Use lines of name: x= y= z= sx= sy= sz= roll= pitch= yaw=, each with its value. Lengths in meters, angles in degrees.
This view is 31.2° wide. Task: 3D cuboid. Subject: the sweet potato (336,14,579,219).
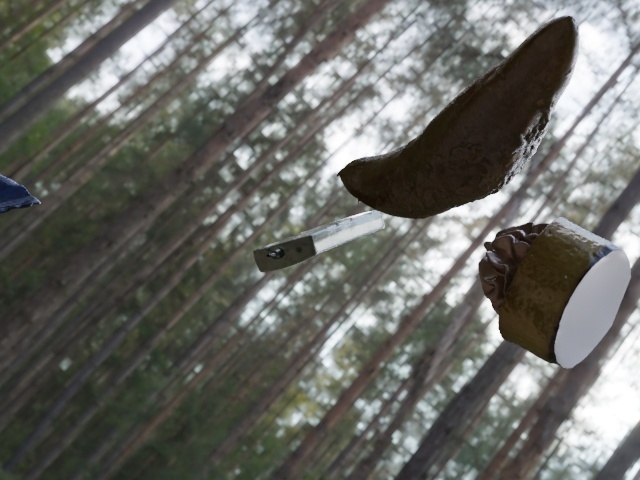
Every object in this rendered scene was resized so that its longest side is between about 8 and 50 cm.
sweet potato: x=0.139 y=-0.091 z=1.113 sx=0.341 sy=0.092 sz=0.114 roll=-35 pitch=-113 yaw=49

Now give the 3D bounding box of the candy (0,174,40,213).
candy: x=-0.492 y=-0.055 z=1.431 sx=0.331 sy=0.187 sz=0.077 roll=13 pitch=-66 yaw=57

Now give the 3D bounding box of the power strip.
power strip: x=0.000 y=0.000 z=1.306 sx=0.080 sy=0.227 sz=0.029 roll=-16 pitch=-88 yaw=30

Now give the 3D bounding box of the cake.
cake: x=0.302 y=0.059 z=1.578 sx=0.178 sy=0.185 sz=0.207 roll=29 pitch=-7 yaw=36
